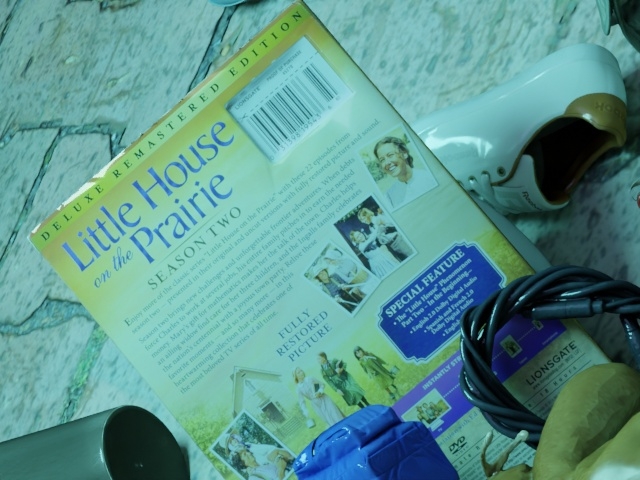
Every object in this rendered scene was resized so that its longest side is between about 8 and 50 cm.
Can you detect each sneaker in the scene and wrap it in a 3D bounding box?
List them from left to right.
[{"bbox_3d":[0.149,-0.062,1.577,0.290,0.106,0.123,-34,40,28],"label":"sneaker"}]

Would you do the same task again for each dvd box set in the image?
[{"bbox_3d":[0.005,0.058,1.425,0.307,0.420,0.062,-41,-7,5],"label":"dvd box set"}]

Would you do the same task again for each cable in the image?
[{"bbox_3d":[0.195,0.093,1.342,0.150,0.184,0.047,-60,-8,1],"label":"cable"}]

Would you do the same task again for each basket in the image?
[{"bbox_3d":[-0.260,0.269,1.796,0.227,0.154,0.204,-30,62,28],"label":"basket"}]

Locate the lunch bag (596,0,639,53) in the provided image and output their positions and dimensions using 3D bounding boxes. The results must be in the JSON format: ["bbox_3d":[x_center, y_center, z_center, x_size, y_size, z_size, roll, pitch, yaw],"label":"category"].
[{"bbox_3d":[0.294,-0.263,1.397,0.169,0.287,0.235,-32,44,32],"label":"lunch bag"}]

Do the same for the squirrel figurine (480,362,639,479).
[{"bbox_3d":[0.186,0.274,1.165,0.370,0.281,0.397,-25,45,46],"label":"squirrel figurine"}]

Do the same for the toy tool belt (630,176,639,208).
[{"bbox_3d":[0.296,-0.060,1.461,0.083,0.052,0.051,-47,6,10],"label":"toy tool belt"}]

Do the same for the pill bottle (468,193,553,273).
[{"bbox_3d":[0.085,0.085,1.527,0.245,0.130,0.130,-47,37,15],"label":"pill bottle"}]

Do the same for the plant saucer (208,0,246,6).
[{"bbox_3d":[-0.067,-0.361,2.112,0.195,0.037,0.195,-30,44,35],"label":"plant saucer"}]

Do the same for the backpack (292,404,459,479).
[{"bbox_3d":[0.030,0.190,1.333,0.120,0.098,0.101,-44,73,38],"label":"backpack"}]
